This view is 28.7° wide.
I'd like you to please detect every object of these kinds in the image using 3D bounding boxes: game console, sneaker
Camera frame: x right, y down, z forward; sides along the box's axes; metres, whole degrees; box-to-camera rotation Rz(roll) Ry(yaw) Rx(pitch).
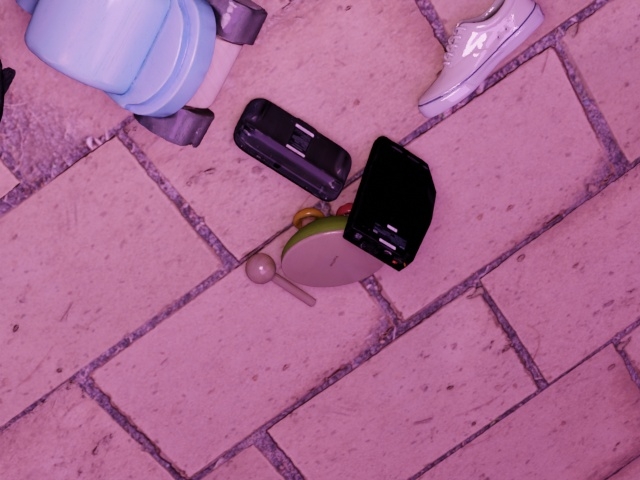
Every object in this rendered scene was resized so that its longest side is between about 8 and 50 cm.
[{"bbox_3d":[0.029,-0.116,2.019,0.361,0.213,0.044,32,140,-15],"label":"game console"},{"bbox_3d":[0.243,-0.312,2.038,0.258,0.094,0.091,-45,106,2],"label":"sneaker"}]

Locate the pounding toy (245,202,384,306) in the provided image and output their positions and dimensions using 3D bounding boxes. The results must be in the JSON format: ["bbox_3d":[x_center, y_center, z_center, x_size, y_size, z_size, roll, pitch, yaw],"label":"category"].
[{"bbox_3d":[0.000,0.000,2.119,0.237,0.110,0.183,-31,142,34],"label":"pounding toy"}]

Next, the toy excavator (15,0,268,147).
[{"bbox_3d":[-0.359,-0.341,1.677,0.445,0.433,0.222,6,119,-55],"label":"toy excavator"}]

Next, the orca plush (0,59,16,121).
[{"bbox_3d":[-0.453,-0.219,1.638,0.102,0.151,0.287,-40,146,-43],"label":"orca plush"}]
